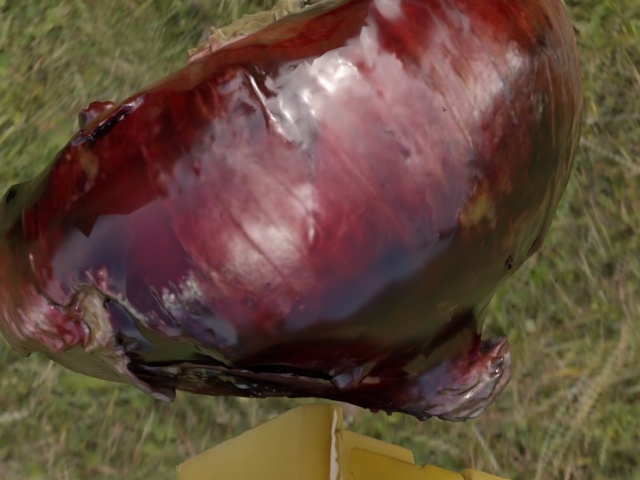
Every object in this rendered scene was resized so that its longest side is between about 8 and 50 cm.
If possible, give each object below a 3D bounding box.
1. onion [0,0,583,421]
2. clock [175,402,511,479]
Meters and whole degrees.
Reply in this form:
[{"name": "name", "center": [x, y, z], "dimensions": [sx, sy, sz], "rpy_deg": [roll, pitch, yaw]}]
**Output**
[{"name": "onion", "center": [0.000, 0.000, 0.678], "dimensions": [0.272, 0.272, 0.195], "rpy_deg": [-31, 86, 13]}, {"name": "clock", "center": [0.026, 0.270, 0.826], "dimensions": [0.244, 0.317, 0.200], "rpy_deg": [19, 141, -27]}]
